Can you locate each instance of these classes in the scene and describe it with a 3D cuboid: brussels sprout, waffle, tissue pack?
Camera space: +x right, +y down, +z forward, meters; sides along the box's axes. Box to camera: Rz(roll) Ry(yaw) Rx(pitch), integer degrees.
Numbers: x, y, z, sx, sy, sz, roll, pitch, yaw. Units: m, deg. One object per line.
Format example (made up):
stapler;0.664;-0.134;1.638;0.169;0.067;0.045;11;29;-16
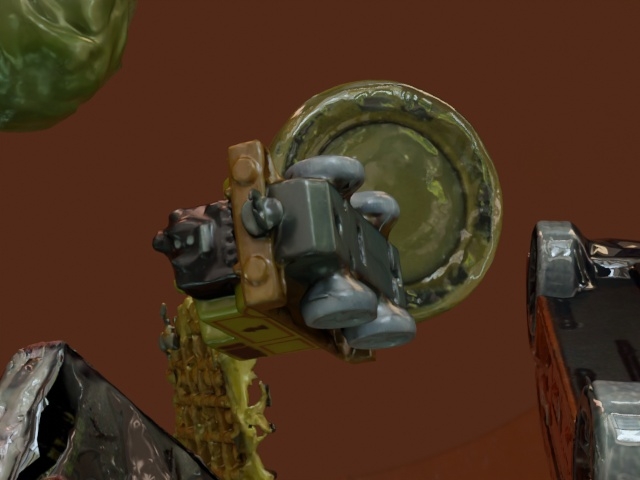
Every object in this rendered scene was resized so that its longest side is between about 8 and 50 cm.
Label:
brussels sprout;-0.329;-0.274;1.330;0.273;0.242;0.317;13;97;19
waffle;-0.113;0.198;1.417;0.060;0.262;0.281;-11;137;-26
tissue pack;-0.187;0.269;1.135;0.123;0.245;0.332;-9;137;33

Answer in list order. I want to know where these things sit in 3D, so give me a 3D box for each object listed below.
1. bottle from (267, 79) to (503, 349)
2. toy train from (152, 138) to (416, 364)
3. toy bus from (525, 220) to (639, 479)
bottle;0.000;0.000;1.010;0.171;0.351;0.172;2;80;-15
toy train;-0.021;0.017;0.709;0.127;0.219;0.089;-12;72;15
toy bus;0.160;0.089;0.521;0.142;0.329;0.153;1;104;4
